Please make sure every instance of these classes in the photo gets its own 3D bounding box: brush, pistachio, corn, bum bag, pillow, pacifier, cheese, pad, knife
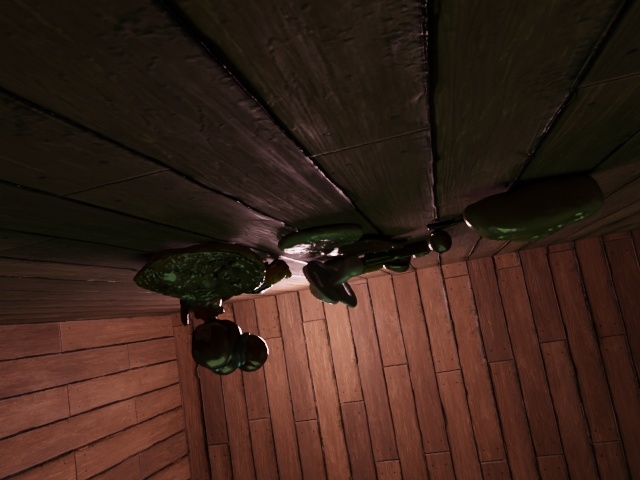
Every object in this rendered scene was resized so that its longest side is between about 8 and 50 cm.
[{"bbox_3d":[0.311,0.050,2.138,0.282,0.054,0.048,-14,151,22],"label":"brush"},{"bbox_3d":[0.337,0.086,2.250,0.149,0.113,0.113,12,164,-18],"label":"pistachio"},{"bbox_3d":[0.199,0.109,2.248,0.238,0.080,0.080,-13,176,-40],"label":"corn"},{"bbox_3d":[0.274,0.023,2.002,0.109,0.026,0.159,-7,171,-10],"label":"bum bag"},{"bbox_3d":[0.059,0.121,2.303,0.212,0.052,0.208,-20,166,32],"label":"pillow"},{"bbox_3d":[0.075,0.142,2.071,0.233,0.244,0.299,-39,145,21],"label":"pacifier"},{"bbox_3d":[0.512,-0.062,1.367,0.327,0.130,0.351,-10,170,-14],"label":"cheese"},{"bbox_3d":[0.125,0.027,1.847,0.283,0.018,0.286,-10,169,33],"label":"pad"},{"bbox_3d":[0.466,-0.072,1.639,0.245,0.019,0.072,-13,167,1],"label":"knife"}]

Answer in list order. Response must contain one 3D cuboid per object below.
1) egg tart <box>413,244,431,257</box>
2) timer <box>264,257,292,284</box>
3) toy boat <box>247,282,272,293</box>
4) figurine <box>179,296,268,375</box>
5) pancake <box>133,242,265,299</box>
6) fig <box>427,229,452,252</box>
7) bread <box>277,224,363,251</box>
[{"bbox_3d":[0.456,0.048,2.286,0.128,0.050,0.129,-11,172,-2],"label":"egg tart"},{"bbox_3d":[-0.161,0.125,1.915,0.107,0.109,0.107,-33,-157,16],"label":"timer"},{"bbox_3d":[-0.342,0.200,2.461,0.220,0.067,0.291,-11,160,6],"label":"toy boat"},{"bbox_3d":[-0.362,0.278,1.764,0.248,0.389,0.276,-2,167,-45],"label":"figurine"},{"bbox_3d":[-0.347,0.096,1.492,0.386,0.082,0.387,-10,156,-5],"label":"pancake"},{"bbox_3d":[0.421,-0.009,1.836,0.088,0.089,0.125,-15,144,31],"label":"fig"},{"bbox_3d":[0.000,0.000,1.512,0.266,0.041,0.267,-10,172,-1],"label":"bread"}]
